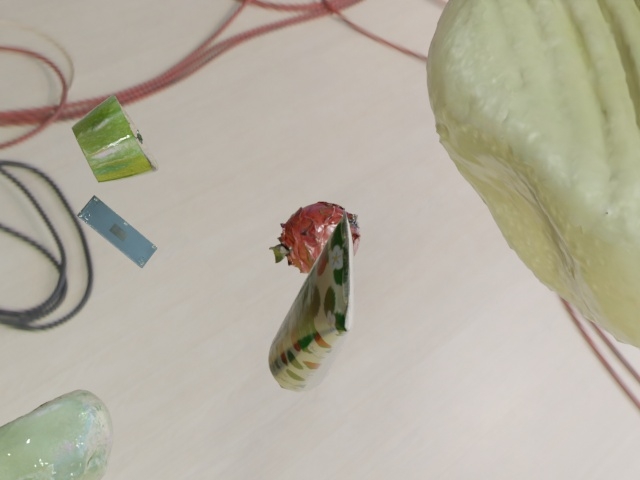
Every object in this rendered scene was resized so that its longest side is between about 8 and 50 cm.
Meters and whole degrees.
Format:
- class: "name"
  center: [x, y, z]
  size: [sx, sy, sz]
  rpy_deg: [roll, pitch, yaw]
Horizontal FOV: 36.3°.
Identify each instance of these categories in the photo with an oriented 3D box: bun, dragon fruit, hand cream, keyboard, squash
- class: "bun"
  center: [-0.423, 0.346, 1.444]
  size: [0.283, 0.283, 0.179]
  rpy_deg: [-29, 91, -35]
- class: "bun"
  center: [0.245, -0.092, 0.536]
  size: [0.227, 0.352, 0.349]
  rpy_deg: [38, 37, -53]
- class: "dragon fruit"
  center: [0.000, 0.000, 2.206]
  size: [0.209, 0.172, 0.172]
  rpy_deg: [-15, 54, 18]
- class: "hand cream"
  center: [-0.003, 0.071, 0.822]
  size: [0.059, 0.276, 0.095]
  rpy_deg: [4, 65, -9]
- class: "keyboard"
  center: [-0.408, -0.016, 1.969]
  size: [0.176, 0.014, 0.055]
  rpy_deg: [43, 78, -30]
- class: "squash"
  center: [-0.397, -0.187, 1.878]
  size: [0.123, 0.170, 0.170]
  rpy_deg: [-26, 69, -10]
